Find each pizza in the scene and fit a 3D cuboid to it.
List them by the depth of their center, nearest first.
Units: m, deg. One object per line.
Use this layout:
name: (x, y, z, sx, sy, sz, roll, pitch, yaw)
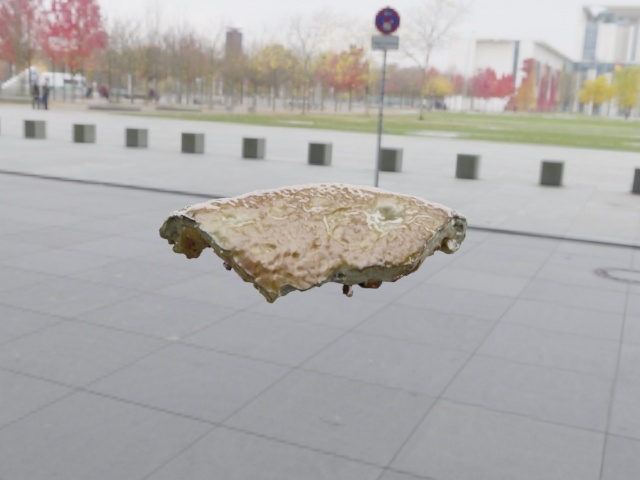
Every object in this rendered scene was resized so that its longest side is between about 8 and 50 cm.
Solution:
pizza: (0.000, 0.000, 0.857, 0.365, 0.074, 0.182, -5, 44, -12)
